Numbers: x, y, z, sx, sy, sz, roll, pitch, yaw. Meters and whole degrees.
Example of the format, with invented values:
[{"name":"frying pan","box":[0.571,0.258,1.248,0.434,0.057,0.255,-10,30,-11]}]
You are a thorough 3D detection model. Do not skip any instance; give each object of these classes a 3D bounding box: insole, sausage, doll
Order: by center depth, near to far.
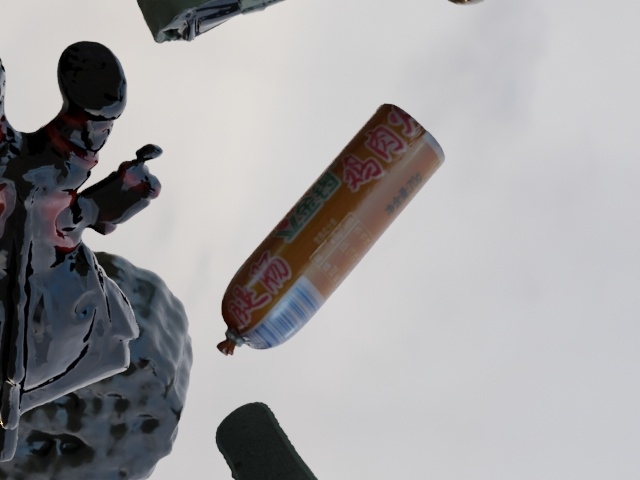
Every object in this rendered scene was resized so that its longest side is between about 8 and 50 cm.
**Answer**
[{"name":"doll","box":[-0.149,0.010,0.864,0.088,0.127,0.249,-63,165,-48]},{"name":"sausage","box":[0.000,0.000,1.358,0.234,0.071,0.071,-50,-160,-12]},{"name":"insole","box":[-0.041,0.209,1.481,0.080,0.003,0.232,-30,-144,2]}]

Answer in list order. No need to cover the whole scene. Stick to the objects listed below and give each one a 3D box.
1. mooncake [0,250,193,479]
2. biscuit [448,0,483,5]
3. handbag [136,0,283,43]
[{"name":"mooncake","box":[-0.224,0.123,1.524,0.228,0.228,0.124,-52,-155,28]},{"name":"biscuit","box":[0.137,-0.308,1.594,0.188,0.027,0.188,-179,-90,-67]},{"name":"handbag","box":[-0.045,-0.315,1.441,0.109,0.315,0.253,99,-33,-69]}]
